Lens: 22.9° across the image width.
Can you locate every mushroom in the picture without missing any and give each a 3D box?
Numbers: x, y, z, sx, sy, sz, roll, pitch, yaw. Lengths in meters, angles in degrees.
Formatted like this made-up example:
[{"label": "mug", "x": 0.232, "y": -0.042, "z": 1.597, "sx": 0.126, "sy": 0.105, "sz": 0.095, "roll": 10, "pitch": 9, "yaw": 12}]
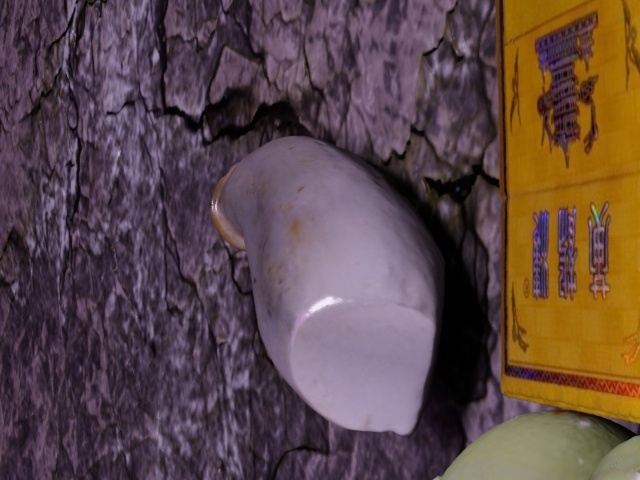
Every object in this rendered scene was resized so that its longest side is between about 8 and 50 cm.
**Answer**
[{"label": "mushroom", "x": 0.000, "y": 0.000, "z": 0.928, "sx": 0.270, "sy": 0.103, "sz": 0.118, "roll": -121, "pitch": 44, "yaw": -59}]

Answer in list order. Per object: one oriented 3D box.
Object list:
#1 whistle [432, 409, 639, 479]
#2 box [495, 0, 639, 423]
[{"label": "whistle", "x": 0.153, "y": 0.123, "z": 0.638, "sx": 0.294, "sy": 0.141, "sz": 0.141, "roll": -19, "pitch": 73, "yaw": 40}, {"label": "box", "x": 0.136, "y": -0.080, "z": 0.632, "sx": 0.193, "sy": 0.084, "sz": 0.302, "roll": 172, "pitch": 98, "yaw": -79}]
